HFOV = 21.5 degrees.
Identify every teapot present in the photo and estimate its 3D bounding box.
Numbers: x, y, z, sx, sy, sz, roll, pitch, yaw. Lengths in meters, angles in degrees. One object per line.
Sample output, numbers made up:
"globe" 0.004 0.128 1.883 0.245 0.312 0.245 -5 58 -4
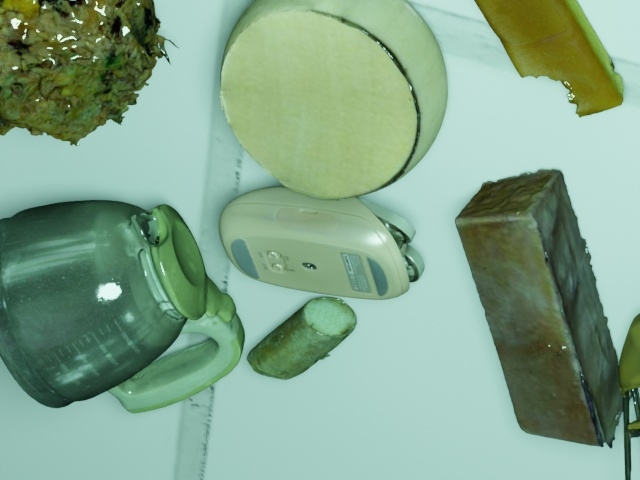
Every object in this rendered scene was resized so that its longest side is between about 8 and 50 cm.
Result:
"teapot" -0.237 0.093 2.007 0.239 0.239 0.321 -18 109 16

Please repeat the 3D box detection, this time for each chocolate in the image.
"chocolate" 0.248 0.084 1.882 0.112 0.112 0.321 -3 121 33

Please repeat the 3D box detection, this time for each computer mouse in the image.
"computer mouse" 0.000 0.000 1.923 0.236 0.082 0.145 6 145 21

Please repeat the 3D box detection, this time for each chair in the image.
"chair" 0.417 0.207 1.867 0.159 0.172 0.247 -10 74 27

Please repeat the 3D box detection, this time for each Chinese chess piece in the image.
"Chinese chess piece" 0.013 -0.165 1.813 0.250 0.103 0.250 11 126 16

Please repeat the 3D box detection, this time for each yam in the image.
"yam" -0.024 0.124 2.038 0.070 0.070 0.146 42 125 -8

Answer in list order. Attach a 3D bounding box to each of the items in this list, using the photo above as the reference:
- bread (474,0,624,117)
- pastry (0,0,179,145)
"bread" 0.223 -0.225 1.722 0.088 0.049 0.226 -21 113 31
"pastry" -0.283 -0.220 1.805 0.193 0.275 0.275 52 141 41
